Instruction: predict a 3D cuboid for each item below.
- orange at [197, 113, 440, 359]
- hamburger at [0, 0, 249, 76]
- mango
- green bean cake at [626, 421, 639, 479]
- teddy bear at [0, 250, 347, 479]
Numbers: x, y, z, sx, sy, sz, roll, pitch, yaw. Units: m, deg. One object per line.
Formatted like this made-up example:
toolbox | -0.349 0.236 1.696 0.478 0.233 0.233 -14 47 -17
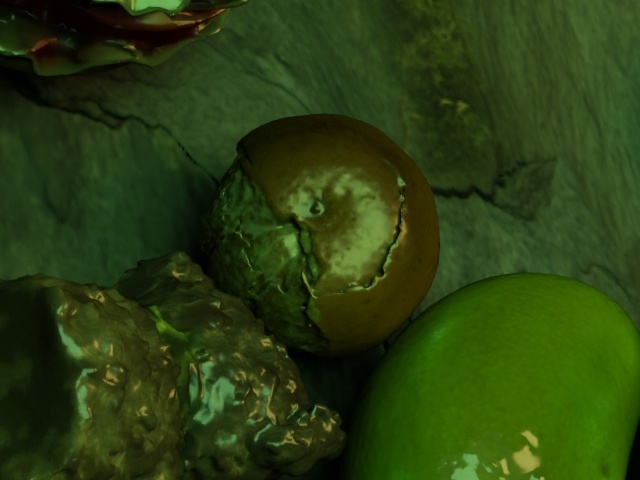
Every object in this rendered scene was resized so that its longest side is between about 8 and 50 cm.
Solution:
orange | 0.000 0.000 1.140 0.156 0.134 0.157 -3 69 9
hamburger | -0.149 -0.227 1.111 0.274 0.212 0.274 9 63 -19
mango | 0.104 0.126 1.115 0.185 0.149 0.273 38 50 -22
green bean cake | 0.265 0.114 1.185 0.094 0.173 0.181 29 57 -9
teddy bear | -0.162 0.122 1.009 0.296 0.222 0.246 -43 56 -3
